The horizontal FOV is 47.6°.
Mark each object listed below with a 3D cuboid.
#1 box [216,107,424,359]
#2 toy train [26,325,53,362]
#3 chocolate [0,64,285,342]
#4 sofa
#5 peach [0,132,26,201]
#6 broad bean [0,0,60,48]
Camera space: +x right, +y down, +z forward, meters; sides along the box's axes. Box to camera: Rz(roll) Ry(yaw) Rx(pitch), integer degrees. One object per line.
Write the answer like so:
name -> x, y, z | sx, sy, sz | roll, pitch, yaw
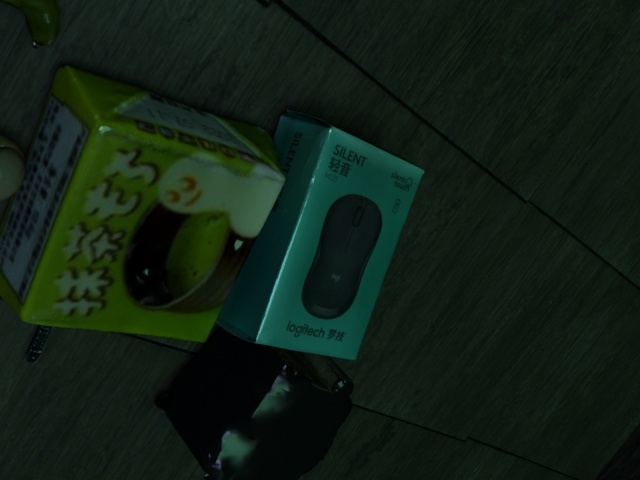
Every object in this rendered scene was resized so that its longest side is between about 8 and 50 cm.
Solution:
box -> 0.000, 0.000, 1.021 | 0.205, 0.118, 0.311 | 19, 92, -44
toy train -> -0.377, 0.128, 0.977 | 0.017, 0.017, 0.083 | 19, 106, -36
chocolate -> -0.220, -0.024, 0.903 | 0.289, 0.137, 0.301 | 14, 111, -38
sofa -> -0.096, 0.255, 1.130 | 0.258, 0.200, 0.182 | -50, 141, 2
peach -> -0.372, -0.080, 0.812 | 0.083, 0.083, 0.083 | -16, 125, -24
broad bean -> -0.354, -0.268, 0.726 | 0.213, 0.048, 0.070 | 29, 99, -44
